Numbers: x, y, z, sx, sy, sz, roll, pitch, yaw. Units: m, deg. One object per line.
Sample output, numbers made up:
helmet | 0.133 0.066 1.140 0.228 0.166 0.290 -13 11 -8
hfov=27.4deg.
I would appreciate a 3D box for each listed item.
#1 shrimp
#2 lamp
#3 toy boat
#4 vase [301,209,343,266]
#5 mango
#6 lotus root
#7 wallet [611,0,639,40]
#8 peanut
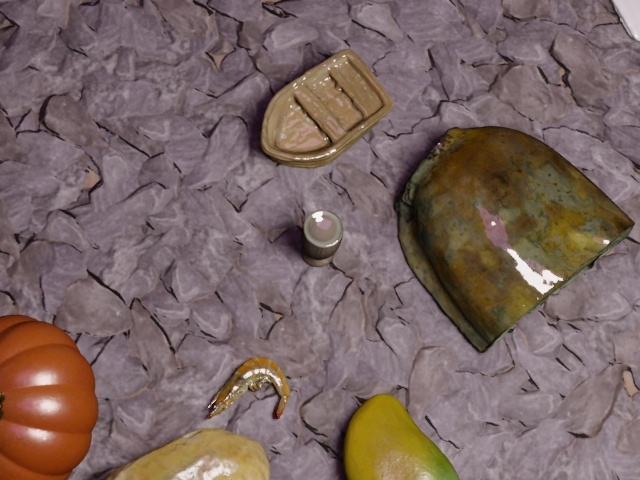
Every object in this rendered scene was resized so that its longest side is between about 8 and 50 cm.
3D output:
shrimp | -0.088 0.202 1.661 0.114 0.023 0.083 -41 82 -21
lamp | -0.363 0.198 1.542 0.223 0.196 0.223 -7 77 32
toy boat | -0.004 -0.163 1.776 0.188 0.061 0.116 -35 79 -16
vase | 0.000 0.000 1.698 0.053 0.100 0.053 1 72 -4
mango | 0.094 0.289 1.621 0.122 0.085 0.191 -39 69 -6
lotus root | 0.240 -0.044 1.718 0.267 0.149 0.260 -36 79 -19
wallet | 0.511 -0.359 1.914 0.183 0.032 0.124 -21 74 -11
peanut | -0.165 0.300 1.564 0.224 0.129 0.129 -28 76 -14
